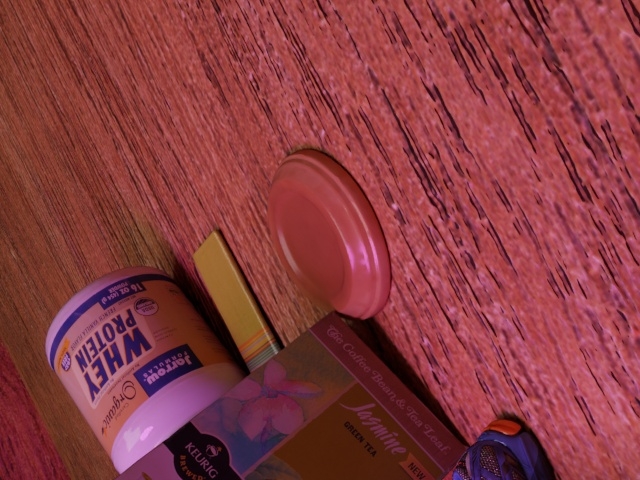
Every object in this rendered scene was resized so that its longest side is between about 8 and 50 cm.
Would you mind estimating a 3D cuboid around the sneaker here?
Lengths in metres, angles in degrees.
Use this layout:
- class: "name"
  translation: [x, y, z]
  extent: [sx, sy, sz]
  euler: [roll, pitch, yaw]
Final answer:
- class: "sneaker"
  translation: [0.191, 0.283, 0.924]
  extent: [0.221, 0.087, 0.083]
  euler: [61, 153, 8]

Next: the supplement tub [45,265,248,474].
- class: "supplement tub"
  translation: [-0.237, 0.216, 1.455]
  extent: [0.316, 0.228, 0.228]
  euler: [47, 147, 29]

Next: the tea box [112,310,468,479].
- class: "tea box"
  translation: [-0.059, 0.306, 1.097]
  extent: [0.220, 0.323, 0.329]
  euler: [44, 148, 14]

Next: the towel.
- class: "towel"
  translation: [-0.103, 0.104, 1.361]
  extent: [0.237, 0.021, 0.102]
  euler: [62, 147, 8]

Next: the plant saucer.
- class: "plant saucer"
  translation: [0.000, 0.000, 1.079]
  extent: [0.200, 0.037, 0.200]
  euler: [40, 143, 39]
